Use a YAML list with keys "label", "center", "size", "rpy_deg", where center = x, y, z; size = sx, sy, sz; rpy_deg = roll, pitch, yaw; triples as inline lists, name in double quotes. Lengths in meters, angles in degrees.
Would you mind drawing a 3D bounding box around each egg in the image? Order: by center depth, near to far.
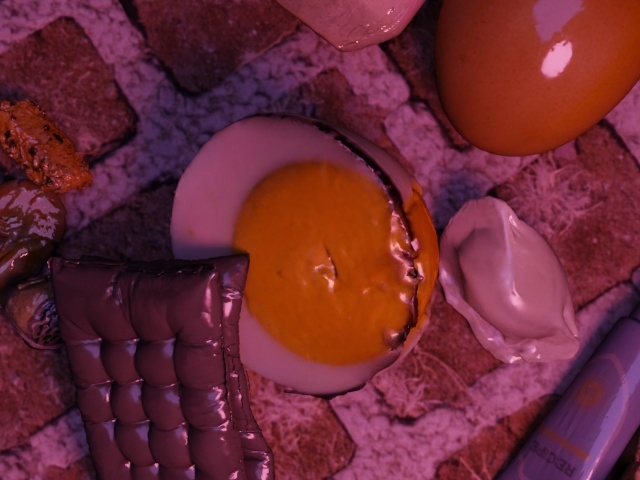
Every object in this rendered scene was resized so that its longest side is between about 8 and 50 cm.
- label: "egg"
  center: [0.263, -0.250, 1.327]
  size: [0.250, 0.250, 0.322]
  rpy_deg: [32, 96, 4]
- label: "egg"
  center: [0.000, 0.000, 1.336]
  size: [0.337, 0.201, 0.337]
  rpy_deg: [6, 108, 21]

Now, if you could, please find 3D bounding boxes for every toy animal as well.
- label: "toy animal"
  center: [-0.318, 0.087, 1.388]
  size: [0.137, 0.098, 0.098]
  rpy_deg: [-8, 85, 19]

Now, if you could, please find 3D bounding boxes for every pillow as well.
- label: "pillow"
  center: [-0.178, 0.167, 1.309]
  size: [0.228, 0.101, 0.326]
  rpy_deg: [0, 107, 24]

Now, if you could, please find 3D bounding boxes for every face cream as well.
- label: "face cream"
  center: [0.342, 0.198, 1.367]
  size: [0.385, 0.086, 0.135]
  rpy_deg: [-54, 43, -4]

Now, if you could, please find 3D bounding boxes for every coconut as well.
- label: "coconut"
  center: [0.041, -0.356, 1.358]
  size: [0.227, 0.227, 0.230]
  rpy_deg: [38, 97, 4]

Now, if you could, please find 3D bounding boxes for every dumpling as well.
- label: "dumpling"
  center: [0.219, 0.058, 1.376]
  size: [0.151, 0.124, 0.229]
  rpy_deg: [-26, 94, 37]

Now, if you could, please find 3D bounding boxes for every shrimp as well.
- label: "shrimp"
  center: [-0.409, 0.015, 1.420]
  size: [0.115, 0.051, 0.217]
  rpy_deg: [38, 86, 8]

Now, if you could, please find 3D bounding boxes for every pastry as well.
- label: "pastry"
  center: [-0.350, -0.116, 1.421]
  size: [0.056, 0.080, 0.140]
  rpy_deg: [-41, 80, 39]

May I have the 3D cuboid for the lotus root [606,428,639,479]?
- label: "lotus root"
  center: [0.349, 0.334, 1.318]
  size: [0.074, 0.260, 0.170]
  rpy_deg: [32, 119, 4]
